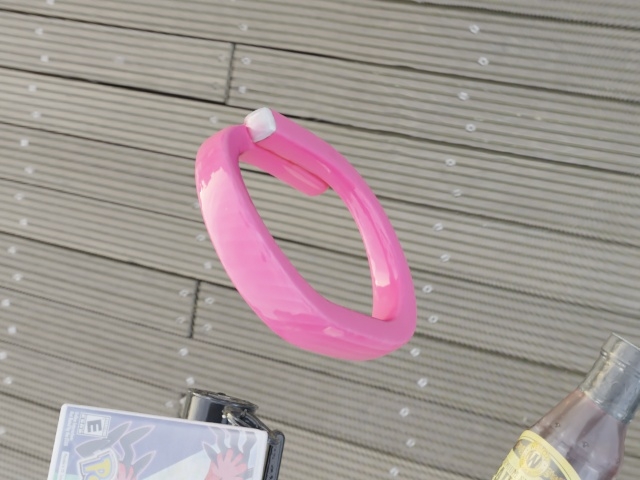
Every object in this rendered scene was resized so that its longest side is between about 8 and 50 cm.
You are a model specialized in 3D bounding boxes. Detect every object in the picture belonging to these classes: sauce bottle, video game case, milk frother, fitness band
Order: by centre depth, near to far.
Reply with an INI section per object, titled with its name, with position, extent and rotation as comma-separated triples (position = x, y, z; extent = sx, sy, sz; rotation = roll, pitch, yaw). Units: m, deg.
[sauce bottle]
position = 0.095, 0.097, 0.368
extent = 0.042, 0.042, 0.128
rotation = 31, 94, 16
[video game case]
position = -0.150, 0.254, 0.780
extent = 0.184, 0.023, 0.201
rotation = 9, 76, -5
[fitness band]
position = 0.000, 0.000, 0.790
extent = 0.054, 0.291, 0.209
rotation = -29, 65, 22
[milk frother]
position = -0.109, 0.239, 0.969
extent = 0.129, 0.143, 0.134
rotation = 13, 84, 10
